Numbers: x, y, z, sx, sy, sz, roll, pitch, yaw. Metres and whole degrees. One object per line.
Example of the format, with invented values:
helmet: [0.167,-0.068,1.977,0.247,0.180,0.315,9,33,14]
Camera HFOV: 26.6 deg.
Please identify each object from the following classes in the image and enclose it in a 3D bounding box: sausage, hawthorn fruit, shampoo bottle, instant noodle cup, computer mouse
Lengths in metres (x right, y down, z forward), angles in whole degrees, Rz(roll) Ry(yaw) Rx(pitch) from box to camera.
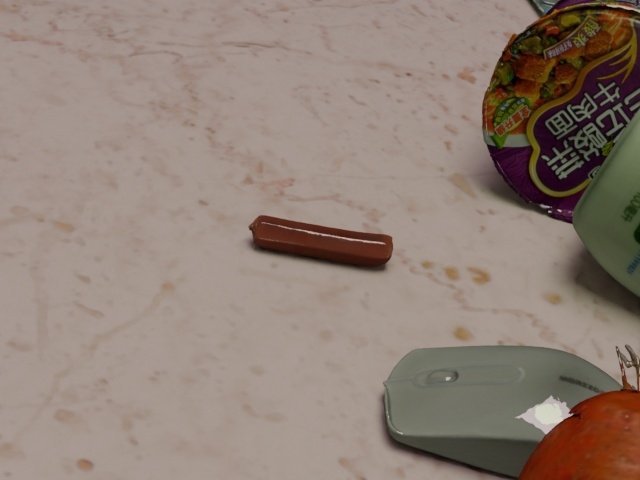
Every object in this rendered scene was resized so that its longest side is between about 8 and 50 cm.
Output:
sausage: [0.000,0.000,1.359,0.147,0.035,0.030,9,57,2]
hawthorn fruit: [0.233,0.201,0.987,0.211,0.211,0.299,11,53,2]
shampoo bottle: [0.433,0.008,1.317,0.349,0.222,0.151,35,23,10]
instant noodle cup: [0.315,-0.166,1.496,0.251,0.251,0.190,16,28,7]
computer mouse: [0.168,0.141,1.185,0.230,0.079,0.128,11,35,6]

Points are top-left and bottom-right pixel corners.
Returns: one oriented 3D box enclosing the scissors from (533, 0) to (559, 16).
scissors: [0.320,-0.326,1.856,0.192,0.029,0.447,-5,40,-20]
